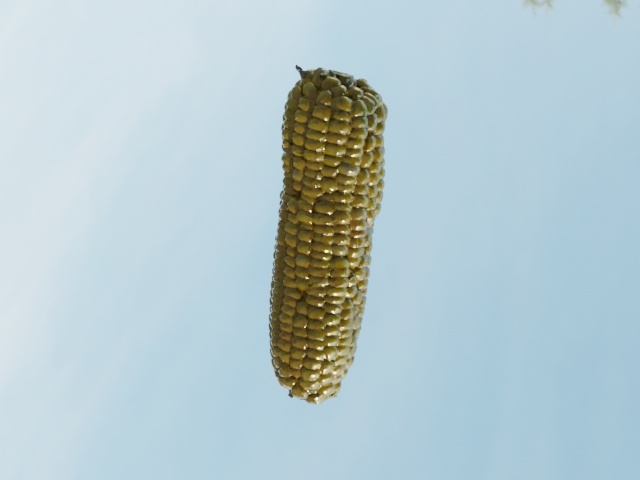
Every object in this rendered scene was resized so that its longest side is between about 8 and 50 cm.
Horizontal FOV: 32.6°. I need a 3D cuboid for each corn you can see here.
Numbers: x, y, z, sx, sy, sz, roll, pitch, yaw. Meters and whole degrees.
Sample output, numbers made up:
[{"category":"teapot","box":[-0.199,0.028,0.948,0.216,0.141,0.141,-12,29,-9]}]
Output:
[{"category":"corn","box":[0.003,-0.001,1.005,0.102,0.102,0.313,23,-69,48]}]
